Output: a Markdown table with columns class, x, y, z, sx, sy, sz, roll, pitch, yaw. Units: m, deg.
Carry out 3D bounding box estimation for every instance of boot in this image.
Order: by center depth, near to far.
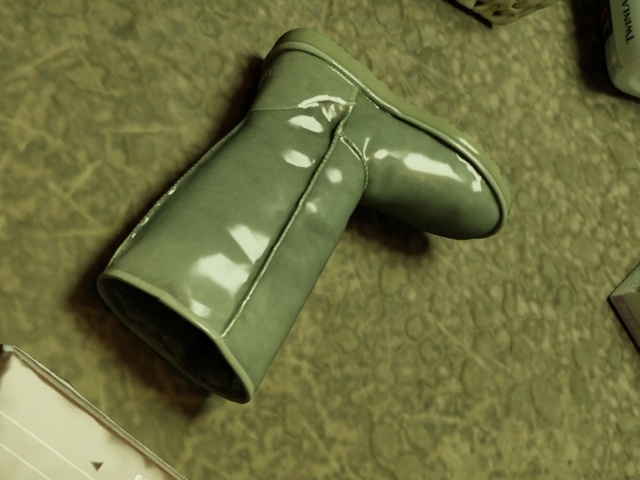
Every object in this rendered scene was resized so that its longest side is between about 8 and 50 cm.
| class | x | y | z | sx | sy | sz | roll | pitch | yaw |
| --- | --- | --- | --- | --- | --- | --- | --- | --- | --- |
| boot | 0.000 | 0.002 | 0.834 | 0.189 | 0.076 | 0.208 | 33 | 49 | -9 |

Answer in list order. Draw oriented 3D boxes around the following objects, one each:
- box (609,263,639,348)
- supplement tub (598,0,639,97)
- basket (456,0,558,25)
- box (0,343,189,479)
| class | x | y | z | sx | sy | sz | roll | pitch | yaw |
| --- | --- | --- | --- | --- | --- | --- | --- | --- | --- |
| box | 0.314 | 0.150 | 1.040 | 0.067 | 0.063 | 0.324 | -37 | 99 | -41 |
| supplement tub | 0.251 | -0.205 | 1.076 | 0.117 | 0.117 | 0.190 | 7 | 71 | -37 |
| basket | 0.128 | -0.238 | 0.995 | 0.103 | 0.113 | 0.167 | 32 | 57 | -31 |
| box | -0.144 | 0.180 | 0.596 | 0.167 | 0.168 | 0.203 | 42 | 53 | -20 |
